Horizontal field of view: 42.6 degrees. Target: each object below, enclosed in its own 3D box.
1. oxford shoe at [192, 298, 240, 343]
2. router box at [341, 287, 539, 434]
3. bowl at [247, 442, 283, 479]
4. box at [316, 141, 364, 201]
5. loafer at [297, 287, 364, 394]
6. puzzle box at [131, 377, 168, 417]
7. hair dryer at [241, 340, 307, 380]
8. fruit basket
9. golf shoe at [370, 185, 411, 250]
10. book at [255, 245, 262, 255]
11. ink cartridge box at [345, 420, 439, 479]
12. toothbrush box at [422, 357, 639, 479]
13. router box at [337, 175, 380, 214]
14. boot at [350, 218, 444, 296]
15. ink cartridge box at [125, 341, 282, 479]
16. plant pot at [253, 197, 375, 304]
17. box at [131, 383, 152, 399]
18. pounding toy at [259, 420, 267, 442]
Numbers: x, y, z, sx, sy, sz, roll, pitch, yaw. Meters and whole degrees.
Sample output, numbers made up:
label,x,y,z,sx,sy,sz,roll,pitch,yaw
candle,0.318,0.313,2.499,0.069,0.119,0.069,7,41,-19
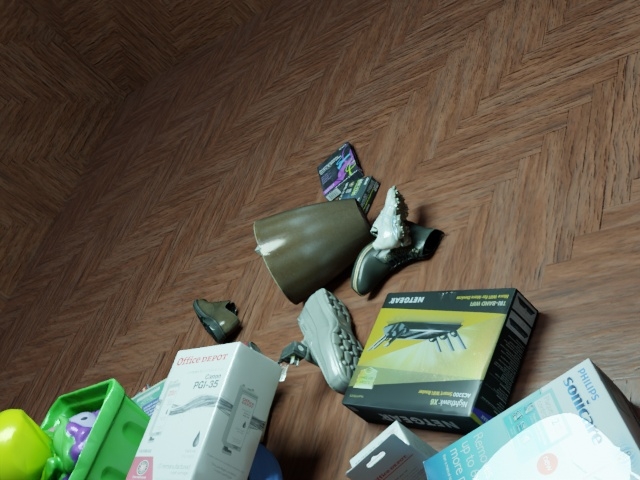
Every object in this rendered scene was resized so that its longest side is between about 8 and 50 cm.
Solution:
label,x,y,z,sx,sy,sz,roll,pitch,yaw
oxford shoe,-0.261,0.192,2.108,0.096,0.082,0.227,-35,27,-15
router box,0.205,0.209,1.451,0.309,0.081,0.243,-8,49,49
bowl,-0.233,0.526,1.490,0.391,0.077,0.391,-33,34,26
box,0.049,-0.182,2.163,0.116,0.029,0.162,-39,30,16
loafer,0.016,0.218,1.674,0.111,0.112,0.319,-47,22,14
puzzle box,-0.487,0.511,1.890,0.409,0.052,0.272,-32,33,27
hair dryer,-0.179,0.286,1.642,0.294,0.080,0.223,-20,22,44
fruit basket,-0.551,0.410,1.640,0.392,0.392,0.282,-14,45,45
golf shoe,0.141,-0.048,1.738,0.086,0.069,0.176,-23,34,23
book,-0.101,-0.013,2.168,0.144,0.035,0.096,-15,40,46
ink cartridge box,0.123,0.356,1.287,0.104,0.181,0.061,-43,30,9
toothbrush box,0.311,0.339,1.118,0.295,0.126,0.216,-36,32,18
router box,0.083,-0.095,2.007,0.092,0.038,0.122,-9,48,47
boot,0.159,0.038,1.724,0.137,0.077,0.198,15,68,52
ink cartridge box,-0.209,0.336,1.472,0.207,0.117,0.283,-15,47,45
plant pot,0.000,0.000,1.871,0.230,0.215,0.215,-27,34,8
box,-0.463,0.444,2.113,0.094,0.027,0.137,-44,30,7
pounding toy,-0.212,0.406,1.757,0.206,0.094,0.181,-26,36,34
